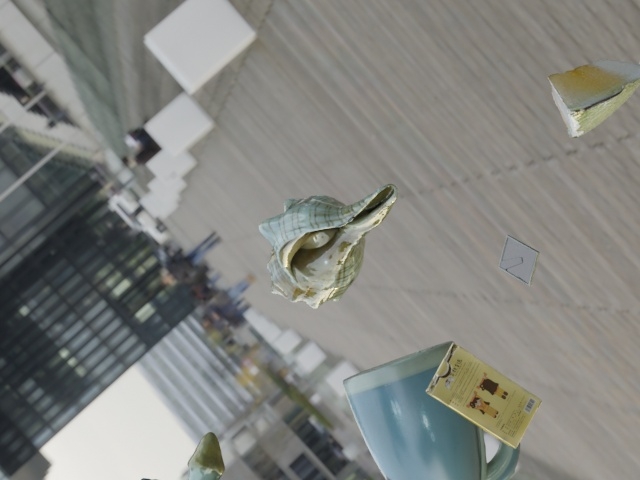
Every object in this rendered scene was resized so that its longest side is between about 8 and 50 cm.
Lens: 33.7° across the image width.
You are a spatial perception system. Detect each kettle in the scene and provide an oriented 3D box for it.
[{"bbox_3d":[0.250,0.390,2.155,0.247,0.320,0.342,136,114,-74],"label":"kettle"}]

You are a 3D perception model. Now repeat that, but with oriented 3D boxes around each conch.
[{"bbox_3d":[-0.005,-0.010,1.789,0.386,0.203,0.169,-61,42,41],"label":"conch"}]

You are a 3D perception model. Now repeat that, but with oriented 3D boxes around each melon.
[{"bbox_3d":[0.414,-0.218,1.630,0.093,0.203,0.139,49,147,23],"label":"melon"}]

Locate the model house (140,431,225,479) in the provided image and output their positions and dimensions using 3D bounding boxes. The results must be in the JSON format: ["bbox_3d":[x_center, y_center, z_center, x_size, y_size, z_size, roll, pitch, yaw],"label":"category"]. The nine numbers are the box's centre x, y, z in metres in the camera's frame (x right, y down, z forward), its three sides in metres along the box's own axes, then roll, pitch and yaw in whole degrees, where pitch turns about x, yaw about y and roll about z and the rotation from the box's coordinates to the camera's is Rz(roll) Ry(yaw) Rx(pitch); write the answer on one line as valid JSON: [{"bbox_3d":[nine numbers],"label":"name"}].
[{"bbox_3d":[-0.196,0.480,1.754,0.267,0.324,0.194,7,173,9],"label":"model house"}]

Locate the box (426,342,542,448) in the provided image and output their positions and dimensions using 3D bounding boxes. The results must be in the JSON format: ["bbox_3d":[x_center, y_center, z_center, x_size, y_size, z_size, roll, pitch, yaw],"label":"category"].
[{"bbox_3d":[0.204,0.195,1.325,0.149,0.073,0.020,34,170,-16],"label":"box"}]

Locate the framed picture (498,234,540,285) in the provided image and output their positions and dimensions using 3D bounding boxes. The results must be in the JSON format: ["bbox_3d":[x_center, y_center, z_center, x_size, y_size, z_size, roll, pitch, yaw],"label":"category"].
[{"bbox_3d":[0.352,0.035,1.874,0.007,0.066,0.089,0,-160,-31],"label":"framed picture"}]
